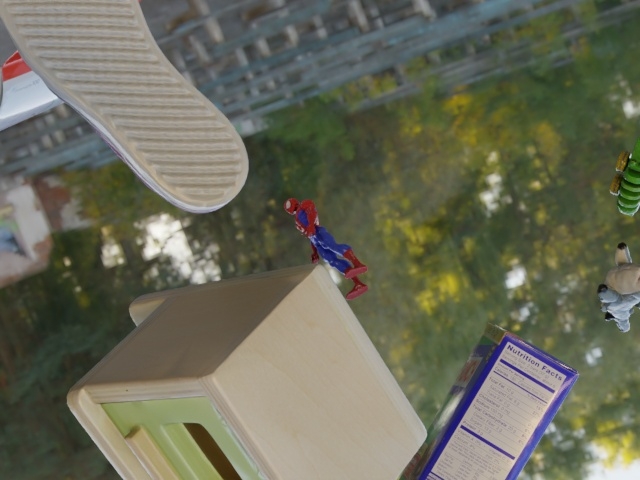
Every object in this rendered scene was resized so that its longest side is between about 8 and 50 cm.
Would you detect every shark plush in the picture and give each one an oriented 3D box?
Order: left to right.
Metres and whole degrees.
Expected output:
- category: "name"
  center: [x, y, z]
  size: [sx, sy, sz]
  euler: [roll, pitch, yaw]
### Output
- category: "shark plush"
  center: [0.370, 0.078, 1.353]
  size: [0.067, 0.161, 0.073]
  euler: [22, -126, 20]

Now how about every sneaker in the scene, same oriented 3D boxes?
- category: "sneaker"
  center: [-0.176, -0.136, 0.923]
  size: [0.102, 0.282, 0.161]
  euler: [-36, -173, -9]

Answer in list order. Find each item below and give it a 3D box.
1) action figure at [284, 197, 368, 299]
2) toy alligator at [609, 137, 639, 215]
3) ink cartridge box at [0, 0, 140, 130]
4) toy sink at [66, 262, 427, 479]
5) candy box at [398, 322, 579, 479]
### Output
- category: "action figure"
  center: [0.000, 0.000, 0.905]
  size: [0.030, 0.038, 0.115]
  euler: [-23, -135, -13]
- category: "toy alligator"
  center: [0.405, -0.092, 1.429]
  size: [0.056, 0.190, 0.051]
  euler: [22, -131, 20]
- category: "ink cartridge box"
  center: [-0.337, -0.213, 1.420]
  size: [0.232, 0.066, 0.189]
  euler: [-17, -168, 46]
- category: "toy sink"
  center: [-0.073, 0.125, 0.799]
  size: [0.234, 0.153, 0.131]
  euler: [-10, -153, 48]
- category: "candy box"
  center: [0.218, 0.281, 1.577]
  size: [0.317, 0.122, 0.268]
  euler: [-59, 175, 0]
